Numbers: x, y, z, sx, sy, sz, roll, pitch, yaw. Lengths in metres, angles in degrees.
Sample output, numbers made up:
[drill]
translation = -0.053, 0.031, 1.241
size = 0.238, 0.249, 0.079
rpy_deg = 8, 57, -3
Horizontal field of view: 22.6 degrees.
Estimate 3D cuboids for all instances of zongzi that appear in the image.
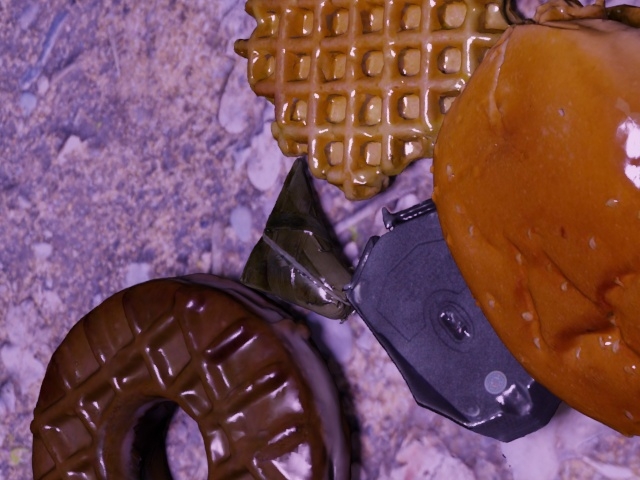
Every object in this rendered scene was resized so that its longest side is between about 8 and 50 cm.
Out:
[zongzi]
translation = 0.000, 0.000, 1.350
size = 0.109, 0.055, 0.119
rpy_deg = 22, 91, 29

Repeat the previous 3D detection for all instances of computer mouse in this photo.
[computer mouse]
translation = 0.111, 0.063, 1.264
size = 0.126, 0.071, 0.231
rpy_deg = -46, 57, 11

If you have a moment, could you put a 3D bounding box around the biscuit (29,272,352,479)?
[biscuit]
translation = -0.120, 0.190, 1.398
size = 0.332, 0.103, 0.332
rpy_deg = 0, 90, 33

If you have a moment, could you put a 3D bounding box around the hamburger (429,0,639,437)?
[hamburger]
translation = 0.212, -0.016, 1.076
size = 0.314, 0.170, 0.290
rpy_deg = 52, 147, 6

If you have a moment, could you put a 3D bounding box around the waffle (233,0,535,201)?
[waffle]
translation = 0.041, -0.169, 1.322
size = 0.254, 0.052, 0.245
rpy_deg = -46, 65, 26
